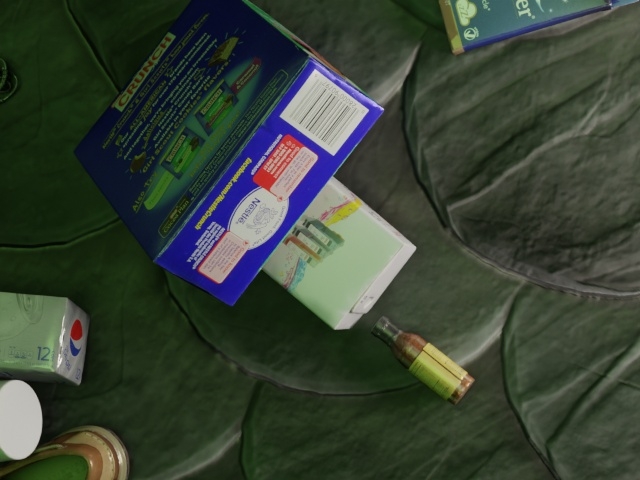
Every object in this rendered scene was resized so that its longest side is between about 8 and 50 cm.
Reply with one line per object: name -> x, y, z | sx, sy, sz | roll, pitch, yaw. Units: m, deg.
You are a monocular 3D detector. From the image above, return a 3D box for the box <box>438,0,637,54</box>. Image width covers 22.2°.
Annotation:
box -> 0.241, -0.308, 1.856 | 0.225, 0.036, 0.136 | -16, 85, 8

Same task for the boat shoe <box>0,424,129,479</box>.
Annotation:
boat shoe -> -0.377, 0.320, 1.900 | 0.324, 0.120, 0.122 | -36, 82, 7

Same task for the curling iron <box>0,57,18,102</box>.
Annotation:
curling iron -> -0.497, -0.226, 1.986 | 0.274, 0.035, 0.068 | 21, 91, 10

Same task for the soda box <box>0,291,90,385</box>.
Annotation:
soda box -> -0.424, 0.107, 1.922 | 0.286, 0.098, 0.091 | 5, 76, 11

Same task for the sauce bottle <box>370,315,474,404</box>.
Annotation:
sauce bottle -> 0.115, 0.134, 1.858 | 0.128, 0.042, 0.042 | 40, 95, 11

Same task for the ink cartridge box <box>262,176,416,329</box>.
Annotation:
ink cartridge box -> 0.000, 0.000, 1.840 | 0.176, 0.128, 0.127 | 41, 95, 8

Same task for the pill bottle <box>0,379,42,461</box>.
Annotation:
pill bottle -> -0.439, 0.213, 1.887 | 0.221, 0.124, 0.124 | -7, 86, 27

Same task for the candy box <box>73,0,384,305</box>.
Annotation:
candy box -> -0.110, -0.118, 1.777 | 0.122, 0.317, 0.268 | 34, 97, -34
